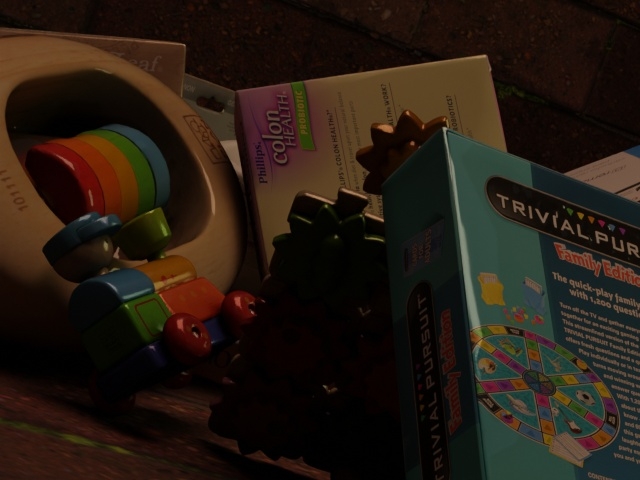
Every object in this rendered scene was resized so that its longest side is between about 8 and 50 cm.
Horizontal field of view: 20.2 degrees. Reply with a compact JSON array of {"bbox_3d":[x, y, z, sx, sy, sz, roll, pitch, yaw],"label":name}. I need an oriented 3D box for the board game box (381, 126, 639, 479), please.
[{"bbox_3d":[0.173,0.115,1.155,0.254,0.336,0.079,19,-41,-28],"label":"board game box"}]

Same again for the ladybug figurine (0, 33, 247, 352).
[{"bbox_3d":[-0.227,-0.029,1.581,0.305,0.162,0.449,57,27,8],"label":"ladybug figurine"}]

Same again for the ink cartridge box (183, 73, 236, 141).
[{"bbox_3d":[-0.229,-0.106,2.500,0.130,0.272,0.309,23,4,36],"label":"ink cartridge box"}]

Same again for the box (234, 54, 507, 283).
[{"bbox_3d":[0.054,-0.041,1.690,0.243,0.213,0.117,-9,-17,-7],"label":"box"}]

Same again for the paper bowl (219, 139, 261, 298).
[{"bbox_3d":[0.000,0.000,1.904,0.284,0.148,0.284,14,14,-4],"label":"paper bowl"}]

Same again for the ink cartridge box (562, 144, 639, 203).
[{"bbox_3d":[0.317,0.046,1.845,0.285,0.166,0.395,-21,16,27],"label":"ink cartridge box"}]

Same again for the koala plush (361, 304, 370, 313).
[{"bbox_3d":[0.114,0.141,1.517,0.196,0.203,0.221,14,20,-13],"label":"koala plush"}]

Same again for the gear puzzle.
[{"bbox_3d":[0.038,0.054,1.311,0.175,0.339,0.044,20,33,-3],"label":"gear puzzle"}]

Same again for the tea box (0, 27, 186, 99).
[{"bbox_3d":[-0.314,-0.113,1.924,0.329,0.220,0.323,4,2,-4],"label":"tea box"}]

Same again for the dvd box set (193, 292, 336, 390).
[{"bbox_3d":[-0.075,0.103,1.831,0.420,0.062,0.307,20,4,11],"label":"dvd box set"}]

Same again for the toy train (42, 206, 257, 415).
[{"bbox_3d":[-0.114,0.036,1.439,0.143,0.105,0.248,59,28,6],"label":"toy train"}]
